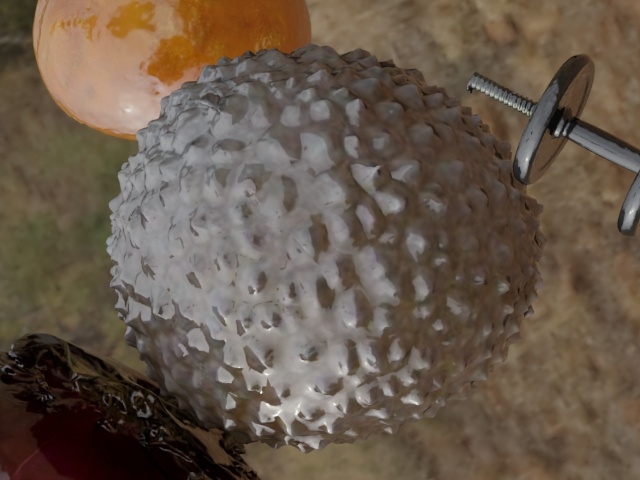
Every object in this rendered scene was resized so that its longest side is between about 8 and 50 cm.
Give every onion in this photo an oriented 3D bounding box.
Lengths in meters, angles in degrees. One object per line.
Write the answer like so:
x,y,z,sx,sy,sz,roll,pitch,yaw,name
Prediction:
-0.182,0.198,1.037,0.314,0.232,0.314,29,-178,-1,onion

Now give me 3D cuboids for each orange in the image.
-0.152,-0.212,1.541,0.284,0.284,0.226,26,116,53,orange

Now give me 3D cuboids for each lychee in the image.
0.003,-0.001,1.027,0.300,0.300,0.300,44,148,37,lychee

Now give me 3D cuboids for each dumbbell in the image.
0.135,-0.045,0.707,0.147,0.069,0.069,29,143,17,dumbbell
